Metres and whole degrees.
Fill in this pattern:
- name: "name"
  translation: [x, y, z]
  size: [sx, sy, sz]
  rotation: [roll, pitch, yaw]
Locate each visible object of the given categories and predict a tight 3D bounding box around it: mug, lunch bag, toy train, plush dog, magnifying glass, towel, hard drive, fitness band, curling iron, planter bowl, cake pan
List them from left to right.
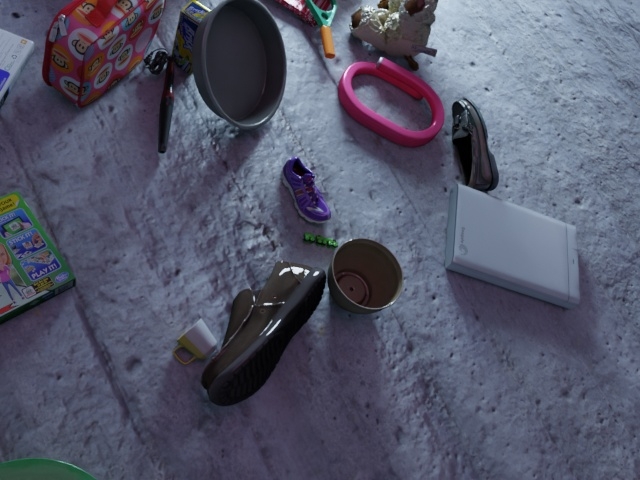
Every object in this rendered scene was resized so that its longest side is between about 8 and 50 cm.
- name: "lunch bag"
  translation: [-0.445, -0.442, 1.433]
  size: [0.120, 0.258, 0.293]
  rotation: [36, 55, -4]
- name: "curling iron"
  translation: [-0.358, -0.314, 1.539]
  size: [0.068, 0.035, 0.274]
  rotation: [-5, 68, -8]
- name: "mug"
  translation: [-0.237, 0.198, 1.318]
  size: [0.064, 0.078, 0.062]
  rotation: [48, 24, -4]
- name: "cake pan"
  translation: [-0.182, -0.398, 1.546]
  size: [0.293, 0.054, 0.293]
  rotation: [-13, 106, -54]
- name: "towel"
  translation: [-0.094, -0.704, 1.850]
  size: [0.275, 0.031, 0.199]
  rotation: [29, 55, -8]
- name: "toy train"
  translation: [0.000, 0.000, 1.533]
  size: [0.083, 0.017, 0.024]
  rotation: [13, 50, -16]
- name: "magnifying glass"
  translation: [0.010, -0.578, 1.799]
  size: [0.092, 0.026, 0.231]
  rotation: [6, 66, -30]
- name: "planter bowl"
  translation: [0.082, 0.090, 1.465]
  size: [0.162, 0.109, 0.162]
  rotation: [9, 62, -17]
- name: "fitness band"
  translation: [0.185, -0.360, 1.773]
  size: [0.291, 0.054, 0.209]
  rotation: [28, 57, -6]
- name: "plush dog"
  translation: [0.243, -0.608, 1.850]
  size: [0.210, 0.262, 0.225]
  rotation: [42, 60, -39]
- name: "hard drive"
  translation: [0.481, 0.014, 1.706]
  size: [0.353, 0.047, 0.233]
  rotation: [18, 59, -13]

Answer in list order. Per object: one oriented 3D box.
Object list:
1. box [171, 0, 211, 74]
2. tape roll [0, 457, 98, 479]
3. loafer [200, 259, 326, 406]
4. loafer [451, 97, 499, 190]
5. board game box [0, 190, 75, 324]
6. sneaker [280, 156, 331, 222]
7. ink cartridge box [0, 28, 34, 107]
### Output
- name: "box"
  translation: [-0.293, -0.460, 1.557]
  size: [0.059, 0.169, 0.054]
  rotation: [33, 58, -2]
- name: "tape roll"
  translation: [-0.457, 0.504, 1.049]
  size: [0.321, 0.077, 0.321]
  rotation: [10, 61, -17]
- name: "loafer"
  translation: [-0.126, 0.171, 1.344]
  size: [0.130, 0.134, 0.366]
  rotation: [24, 44, 18]
- name: "loafer"
  translation: [0.384, -0.252, 1.778]
  size: [0.084, 0.096, 0.267]
  rotation: [-8, 69, -19]
- name: "board game box"
  translation: [-0.637, 0.065, 1.221]
  size: [0.317, 0.046, 0.213]
  rotation: [-31, 80, -32]
- name: "sneaker"
  translation: [-0.032, -0.114, 1.546]
  size: [0.068, 0.071, 0.170]
  rotation: [-28, 78, -31]
- name: "ink cartridge box"
  translation: [-0.731, -0.368, 1.405]
  size: [0.208, 0.045, 0.206]
  rotation: [21, 58, -13]
